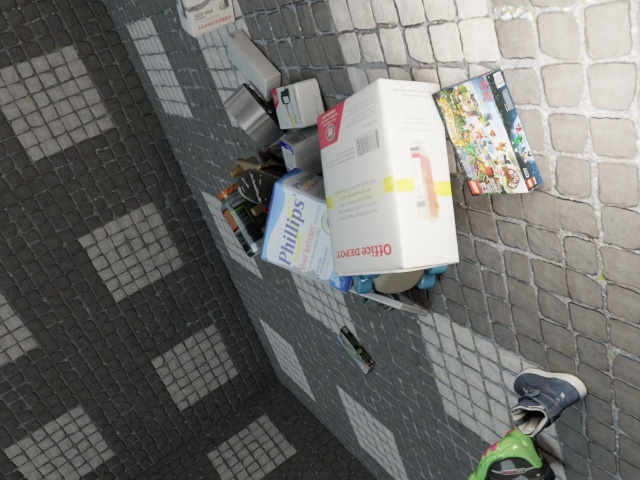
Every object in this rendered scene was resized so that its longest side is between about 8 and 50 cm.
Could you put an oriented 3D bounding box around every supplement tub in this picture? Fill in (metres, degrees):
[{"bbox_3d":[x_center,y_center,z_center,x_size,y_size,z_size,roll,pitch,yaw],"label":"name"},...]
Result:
[{"bbox_3d":[-0.311,-0.098,2.424,0.316,0.194,0.193,59,159,0],"label":"supplement tub"}]

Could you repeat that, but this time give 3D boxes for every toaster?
[{"bbox_3d":[-0.216,-0.415,1.816,0.168,0.110,0.186,51,-174,18],"label":"toaster"}]

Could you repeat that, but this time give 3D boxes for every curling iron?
[{"bbox_3d":[-0.154,-0.321,1.996,0.068,0.035,0.274,59,160,-10],"label":"curling iron"}]

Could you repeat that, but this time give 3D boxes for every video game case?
[{"bbox_3d":[0.194,0.180,1.658,0.212,0.023,0.193,16,177,36],"label":"video game case"}]

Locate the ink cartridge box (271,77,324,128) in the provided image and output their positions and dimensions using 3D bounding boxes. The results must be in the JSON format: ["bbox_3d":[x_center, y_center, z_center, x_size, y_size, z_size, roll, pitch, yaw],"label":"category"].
[{"bbox_3d":[-0.068,-0.401,1.616,0.175,0.072,0.127,17,124,61],"label":"ink cartridge box"}]

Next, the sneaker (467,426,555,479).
[{"bbox_3d":[0.558,0.741,1.613,0.202,0.185,0.482,48,158,36],"label":"sneaker"}]

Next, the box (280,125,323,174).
[{"bbox_3d":[-0.046,-0.269,1.693,0.072,0.126,0.137,37,150,41],"label":"box"}]

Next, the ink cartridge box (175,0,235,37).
[{"bbox_3d":[-0.368,-0.769,1.701,0.092,0.159,0.217,46,156,30],"label":"ink cartridge box"}]

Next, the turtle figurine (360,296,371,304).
[{"bbox_3d":[0.095,0.119,1.914,0.234,0.118,0.175,44,174,-2],"label":"turtle figurine"}]

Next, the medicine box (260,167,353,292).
[{"bbox_3d":[-0.001,-0.032,1.602,0.289,0.149,0.263,21,120,12],"label":"medicine box"}]

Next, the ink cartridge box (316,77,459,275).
[{"bbox_3d":[0.139,-0.122,1.211,0.279,0.161,0.384,-10,85,61],"label":"ink cartridge box"}]

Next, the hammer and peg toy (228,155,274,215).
[{"bbox_3d":[-0.206,-0.157,2.154,0.266,0.127,0.361,25,147,59],"label":"hammer and peg toy"}]

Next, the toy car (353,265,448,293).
[{"bbox_3d":[0.198,0.006,1.492,0.210,0.219,0.237,104,160,-63],"label":"toy car"}]

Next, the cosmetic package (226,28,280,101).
[{"bbox_3d":[-0.217,-0.567,1.769,0.239,0.060,0.099,51,156,20],"label":"cosmetic package"}]

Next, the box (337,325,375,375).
[{"bbox_3d":[0.152,0.478,2.373,0.207,0.036,0.114,50,157,23],"label":"box"}]

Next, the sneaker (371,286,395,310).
[{"bbox_3d":[0.202,0.164,1.825,0.162,0.073,0.063,45,127,-3],"label":"sneaker"}]

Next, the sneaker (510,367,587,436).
[{"bbox_3d":[0.496,0.383,1.304,0.086,0.163,0.226,56,160,3],"label":"sneaker"}]

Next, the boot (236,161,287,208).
[{"bbox_3d":[-0.076,-0.148,1.834,0.378,0.138,0.284,23,-163,-1],"label":"boot"}]

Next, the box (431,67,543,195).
[{"bbox_3d":[0.322,-0.202,1.071,0.233,0.044,0.159,64,158,-12],"label":"box"}]
